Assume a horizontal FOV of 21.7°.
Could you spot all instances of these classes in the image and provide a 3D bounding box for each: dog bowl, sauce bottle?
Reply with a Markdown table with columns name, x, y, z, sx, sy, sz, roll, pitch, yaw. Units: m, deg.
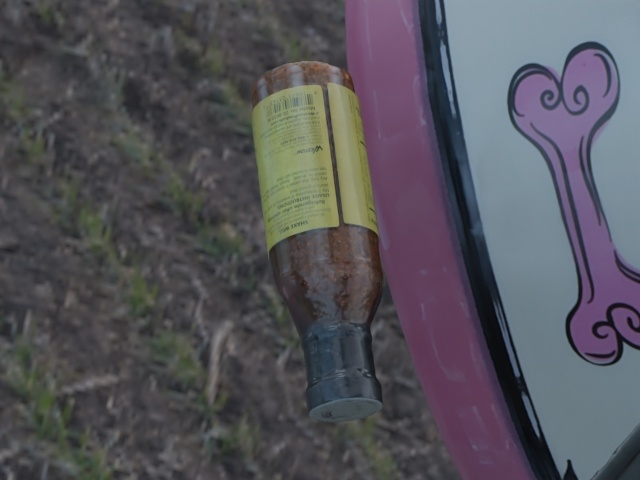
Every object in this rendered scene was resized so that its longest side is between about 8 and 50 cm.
| name | x | y | z | sx | sy | sz | roll | pitch | yaw |
| --- | --- | --- | --- | --- | --- | --- | --- | --- | --- |
| dog bowl | 0.138 | -0.029 | 0.802 | 0.150 | 0.408 | 0.408 | -12 | 34 | 18 |
| sauce bottle | 0.000 | 0.000 | 0.592 | 0.042 | 0.042 | 0.128 | 3 | 65 | -19 |

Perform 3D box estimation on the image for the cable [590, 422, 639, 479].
| name | x | y | z | sx | sy | sz | roll | pitch | yaw |
| --- | --- | --- | --- | --- | --- | --- | --- | --- | --- |
| cable | 0.044 | 0.103 | 0.439 | 0.139 | 0.287 | 0.072 | 24 | 19 | -21 |
